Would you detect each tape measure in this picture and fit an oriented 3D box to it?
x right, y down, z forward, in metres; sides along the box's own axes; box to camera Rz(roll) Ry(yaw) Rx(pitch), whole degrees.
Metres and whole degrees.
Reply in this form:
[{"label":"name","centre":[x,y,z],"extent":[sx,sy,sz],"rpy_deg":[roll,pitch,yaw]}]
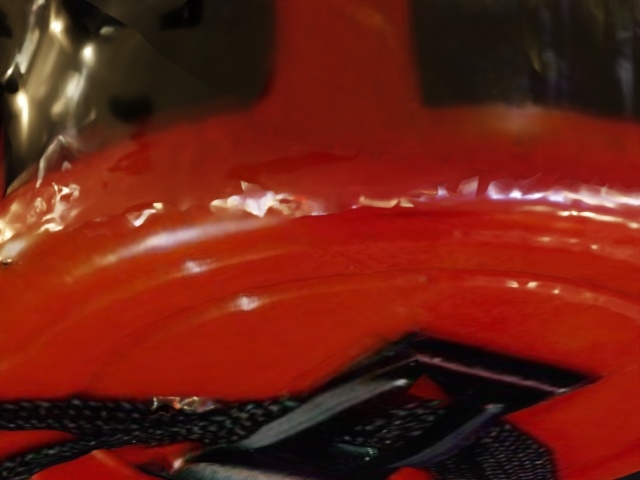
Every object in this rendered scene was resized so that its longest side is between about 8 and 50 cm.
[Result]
[{"label":"tape measure","centre":[0.001,0.000,0.456],"extent":[0.253,0.260,0.114],"rpy_deg":[14,-120,-32]}]
